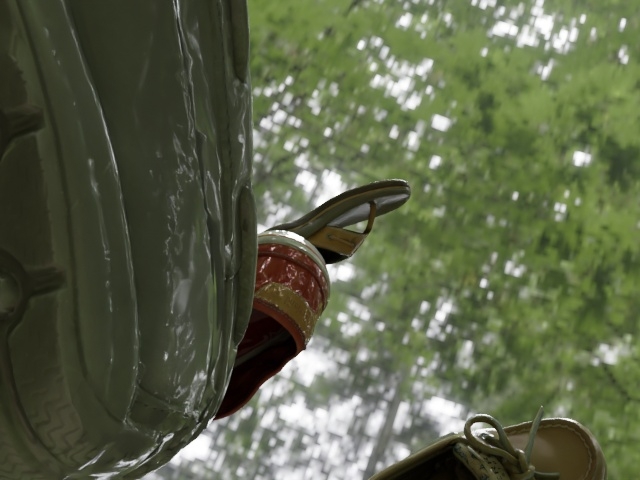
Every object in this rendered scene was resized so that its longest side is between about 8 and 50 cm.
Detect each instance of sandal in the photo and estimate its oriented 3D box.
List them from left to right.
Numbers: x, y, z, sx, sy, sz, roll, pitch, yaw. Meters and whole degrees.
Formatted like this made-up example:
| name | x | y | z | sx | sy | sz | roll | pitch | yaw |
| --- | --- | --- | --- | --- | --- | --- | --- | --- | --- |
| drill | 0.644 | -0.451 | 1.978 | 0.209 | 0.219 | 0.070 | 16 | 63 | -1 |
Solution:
| name | x | y | z | sx | sy | sz | roll | pitch | yaw |
| --- | --- | --- | --- | --- | --- | --- | --- | --- | --- |
| sandal | 0.000 | 0.000 | 1.325 | 0.049 | 0.180 | 0.072 | 62 | -24 | 9 |

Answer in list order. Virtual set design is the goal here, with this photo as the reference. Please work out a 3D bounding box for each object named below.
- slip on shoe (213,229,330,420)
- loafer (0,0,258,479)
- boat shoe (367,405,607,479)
| name | x | y | z | sx | sy | sz | roll | pitch | yaw |
| --- | --- | --- | --- | --- | --- | --- | --- | --- | --- |
| slip on shoe | -0.133 | 0.112 | 1.248 | 0.331 | 0.101 | 0.123 | -33 | -67 | 22 |
| loafer | -0.075 | -0.096 | 0.416 | 0.112 | 0.111 | 0.320 | -4 | -93 | 25 |
| boat shoe | 0.086 | 0.190 | 1.070 | 0.104 | 0.285 | 0.089 | 50 | -30 | 27 |
